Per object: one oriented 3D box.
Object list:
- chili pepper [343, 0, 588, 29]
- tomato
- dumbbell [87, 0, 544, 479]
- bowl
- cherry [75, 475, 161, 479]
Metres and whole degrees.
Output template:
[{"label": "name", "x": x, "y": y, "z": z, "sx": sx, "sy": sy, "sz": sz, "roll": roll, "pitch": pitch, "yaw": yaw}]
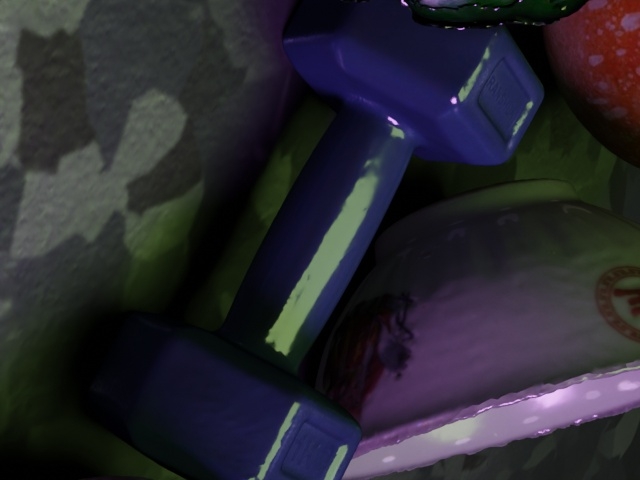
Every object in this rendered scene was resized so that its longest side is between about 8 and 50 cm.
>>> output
[{"label": "chili pepper", "x": 0.083, "y": -0.254, "z": 0.652, "sx": 0.248, "sy": 0.233, "sz": 0.256, "roll": -52, "pitch": 151, "yaw": -38}, {"label": "tomato", "x": 0.276, "y": -0.175, "z": 0.971, "sx": 0.270, "sy": 0.223, "sz": 0.270, "roll": 2, "pitch": 90, "yaw": -72}, {"label": "dumbbell", "x": -0.001, "y": 0.000, "z": 0.766, "sx": 0.316, "sy": 0.156, "sz": 0.143, "roll": -62, "pitch": 175, "yaw": -8}, {"label": "bowl", "x": 0.130, "y": 0.054, "z": 0.909, "sx": 0.337, "sy": 0.337, "sz": 0.157, "roll": 7, "pitch": 64, "yaw": -55}, {"label": "cherry", "x": -0.119, "y": 0.239, "z": 0.681, "sx": 0.236, "sy": 0.213, "sz": 0.285, "roll": -52, "pitch": 176, "yaw": 20}]
